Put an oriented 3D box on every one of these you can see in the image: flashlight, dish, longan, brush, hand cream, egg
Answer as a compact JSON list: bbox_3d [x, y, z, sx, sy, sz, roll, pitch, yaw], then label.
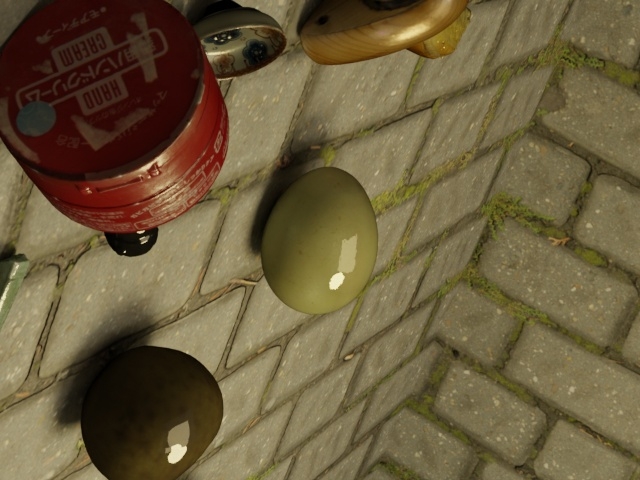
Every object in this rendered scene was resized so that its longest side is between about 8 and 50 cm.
[{"bbox_3d":[-0.231,-0.064,1.601,0.093,0.093,0.232,-50,162,-25],"label":"flashlight"},{"bbox_3d":[-0.118,-0.262,1.626,0.141,0.078,0.141,-15,164,-4],"label":"dish"},{"bbox_3d":[-0.240,0.247,1.895,0.220,0.196,0.197,-33,149,-39],"label":"longan"},{"bbox_3d":[0.073,-0.362,1.856,0.266,0.174,0.166,-32,134,5],"label":"brush"},{"bbox_3d":[-0.208,-0.129,1.350,0.230,0.230,0.149,-55,158,-15],"label":"hand cream"},{"bbox_3d":[0.000,0.000,2.138,0.188,0.188,0.254,-32,137,-54],"label":"egg"}]

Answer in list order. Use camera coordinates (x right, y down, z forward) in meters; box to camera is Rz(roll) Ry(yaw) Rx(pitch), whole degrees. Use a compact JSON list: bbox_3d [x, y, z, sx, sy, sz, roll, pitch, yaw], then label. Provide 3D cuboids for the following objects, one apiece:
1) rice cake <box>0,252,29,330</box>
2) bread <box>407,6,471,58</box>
[{"bbox_3d":[-0.383,0.091,1.535,0.171,0.029,0.033,-63,157,11],"label":"rice cake"},{"bbox_3d":[0.151,-0.349,2.072,0.106,0.140,0.236,-66,161,8],"label":"bread"}]
